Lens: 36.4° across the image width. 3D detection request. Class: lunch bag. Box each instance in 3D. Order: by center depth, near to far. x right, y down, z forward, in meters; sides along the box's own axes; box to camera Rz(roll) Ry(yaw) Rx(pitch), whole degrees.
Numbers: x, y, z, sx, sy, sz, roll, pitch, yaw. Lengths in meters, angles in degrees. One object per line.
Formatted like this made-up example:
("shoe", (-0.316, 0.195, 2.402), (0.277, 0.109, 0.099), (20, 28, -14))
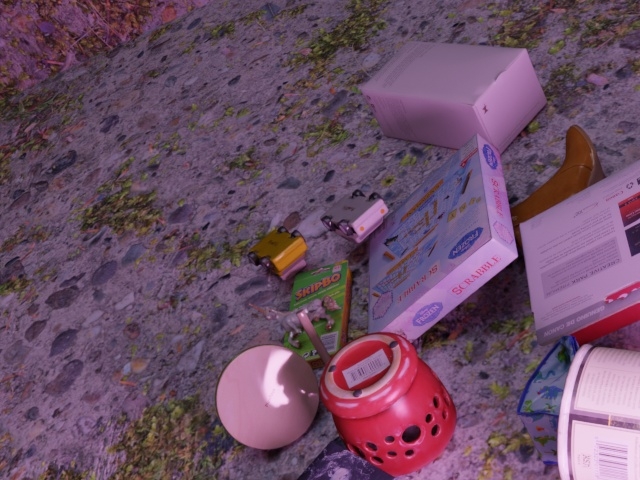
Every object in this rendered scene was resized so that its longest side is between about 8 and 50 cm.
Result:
("lunch bag", (0.363, 0.234, 1.423), (0.096, 0.129, 0.151), (-3, 41, 34))

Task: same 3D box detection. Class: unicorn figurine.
("unicorn figurine", (-0.043, 0.150, 1.864), (0.162, 0.060, 0.111), (-17, 33, -7))

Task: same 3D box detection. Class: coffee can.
("coffee can", (0.463, 0.245, 1.232), (0.275, 0.201, 0.201), (5, 47, 30))

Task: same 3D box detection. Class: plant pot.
("plant pot", (0.102, 0.253, 1.567), (0.191, 0.174, 0.191), (-22, 32, 15))

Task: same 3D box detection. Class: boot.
("boot", (0.428, -0.088, 1.810), (0.211, 0.104, 0.295), (-23, 39, 12))

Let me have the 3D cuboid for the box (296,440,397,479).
("box", (0.033, 0.414, 1.484), (0.156, 0.093, 0.158), (-45, 35, -20))

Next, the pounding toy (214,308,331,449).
("pounding toy", (-0.082, 0.255, 1.742), (0.237, 0.183, 0.110), (-38, 8, -10))

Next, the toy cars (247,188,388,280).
("toy cars", (0.000, 0.000, 2.002), (0.394, 0.087, 0.176), (-25, 21, 35))

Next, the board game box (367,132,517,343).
("board game box", (0.210, 0.006, 1.779), (0.319, 0.066, 0.318), (-44, 25, 32))

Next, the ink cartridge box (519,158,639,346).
("ink cartridge box", (0.482, 0.032, 1.513), (0.309, 0.130, 0.272), (-31, 36, 31))

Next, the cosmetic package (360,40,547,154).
("cosmetic package", (0.291, -0.325, 2.176), (0.197, 0.155, 0.365), (-45, 37, -19))

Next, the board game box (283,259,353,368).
("board game box", (-0.004, 0.146, 1.909), (0.124, 0.039, 0.259), (-17, 39, 20))
